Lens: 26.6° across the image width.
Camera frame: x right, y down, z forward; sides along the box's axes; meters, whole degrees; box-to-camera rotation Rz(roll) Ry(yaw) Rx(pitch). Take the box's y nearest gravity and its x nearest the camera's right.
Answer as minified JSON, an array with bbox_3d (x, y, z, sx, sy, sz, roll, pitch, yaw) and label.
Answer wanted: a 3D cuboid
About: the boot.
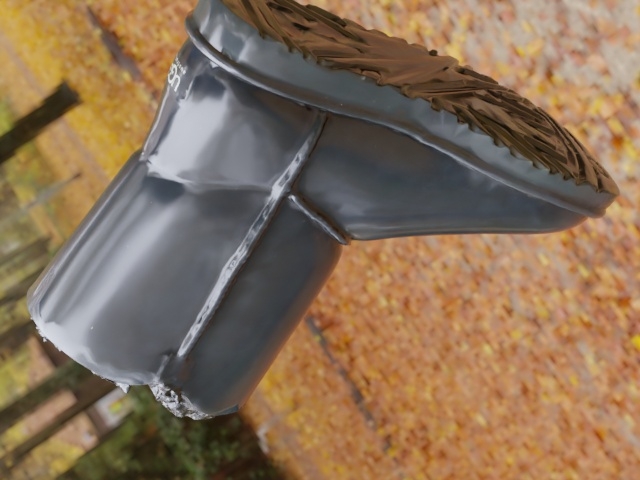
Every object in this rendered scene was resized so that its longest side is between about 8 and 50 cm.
[{"bbox_3d":[0.000,0.000,0.682,0.247,0.207,0.094,18,-151,-28],"label":"boot"}]
